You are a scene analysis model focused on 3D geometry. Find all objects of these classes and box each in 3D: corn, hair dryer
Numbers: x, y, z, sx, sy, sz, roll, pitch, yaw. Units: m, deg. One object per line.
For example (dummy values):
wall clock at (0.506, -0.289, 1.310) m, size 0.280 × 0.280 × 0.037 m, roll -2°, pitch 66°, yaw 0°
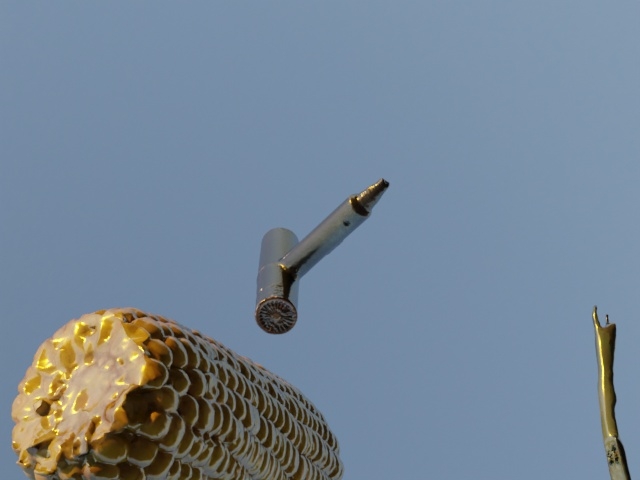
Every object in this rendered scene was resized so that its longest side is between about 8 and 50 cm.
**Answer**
corn at (-0.081, 0.133, 0.932) m, size 0.144 × 0.387 × 0.144 m, roll -6°, pitch -111°, yaw 15°
hair dryer at (0.003, -0.010, 1.506) m, size 0.050 × 0.195 × 0.173 m, roll 38°, pitch -161°, yaw -19°

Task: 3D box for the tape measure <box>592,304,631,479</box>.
tape measure at (0.221, 0.196, 0.809) m, size 0.330 × 0.084 × 0.164 m, roll 60°, pitch -159°, yaw 14°
